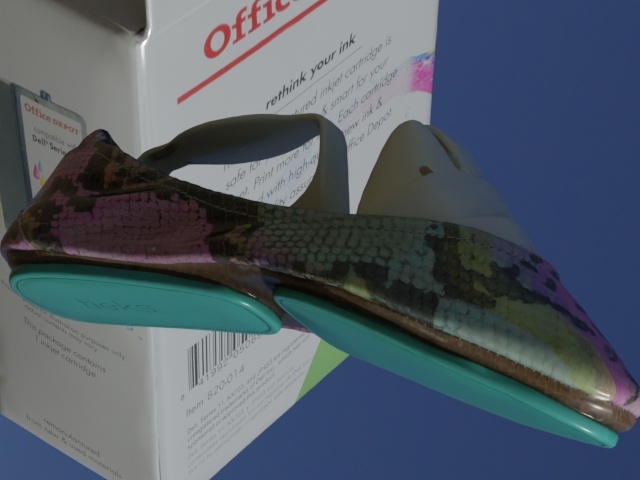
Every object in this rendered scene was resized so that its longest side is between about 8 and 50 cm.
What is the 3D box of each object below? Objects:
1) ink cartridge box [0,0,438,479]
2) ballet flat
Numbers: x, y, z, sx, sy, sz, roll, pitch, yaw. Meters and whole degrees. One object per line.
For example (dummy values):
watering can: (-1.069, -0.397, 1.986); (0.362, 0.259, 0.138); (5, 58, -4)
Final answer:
ink cartridge box: (-0.051, -0.074, 0.882); (0.119, 0.207, 0.353); (29, -42, 27)
ballet flat: (0.000, 0.000, 0.591); (0.221, 0.077, 0.079); (11, -107, 33)
